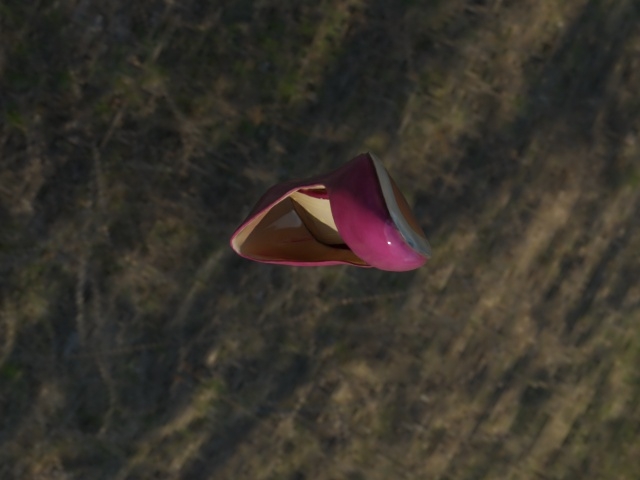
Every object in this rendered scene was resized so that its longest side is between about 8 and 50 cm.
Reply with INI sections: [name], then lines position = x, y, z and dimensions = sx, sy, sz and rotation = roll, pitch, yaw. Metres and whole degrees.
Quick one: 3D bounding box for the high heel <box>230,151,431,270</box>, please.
[high heel]
position = 0.000, 0.000, 1.393
dimensions = 0.181, 0.127, 0.377
rotation = -30, -174, 0
